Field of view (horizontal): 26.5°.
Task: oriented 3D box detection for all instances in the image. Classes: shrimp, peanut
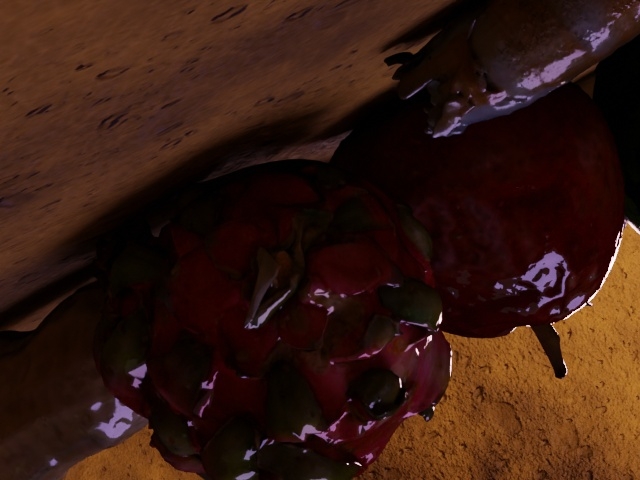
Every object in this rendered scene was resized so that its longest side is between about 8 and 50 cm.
[{"bbox_3d":[0.179,-0.162,0.865,0.185,0.068,0.287,-26,-172,40],"label":"shrimp"},{"bbox_3d":[-0.240,0.138,1.139,0.291,0.159,0.143,-42,-157,24],"label":"peanut"}]

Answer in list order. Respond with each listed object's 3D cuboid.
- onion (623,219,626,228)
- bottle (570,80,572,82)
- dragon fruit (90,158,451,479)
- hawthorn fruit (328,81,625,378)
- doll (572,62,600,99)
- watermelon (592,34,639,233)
[{"bbox_3d":[0.208,-0.059,1.338,0.207,0.200,0.200,-25,176,-3],"label":"onion"},{"bbox_3d":[0.194,-0.145,1.216,0.045,0.045,0.096,-27,178,-8],"label":"bottle"},{"bbox_3d":[-0.040,0.068,0.957,0.237,0.231,0.303,-20,176,-32],"label":"dragon fruit"},{"bbox_3d":[0.143,-0.011,1.086,0.230,0.266,0.210,-26,-164,25],"label":"hawthorn fruit"},{"bbox_3d":[0.346,-0.147,1.545,0.234,0.143,0.135,-32,172,-3],"label":"doll"},{"bbox_3d":[0.368,-0.112,1.121,0.285,0.285,0.285,-28,176,-2],"label":"watermelon"}]
